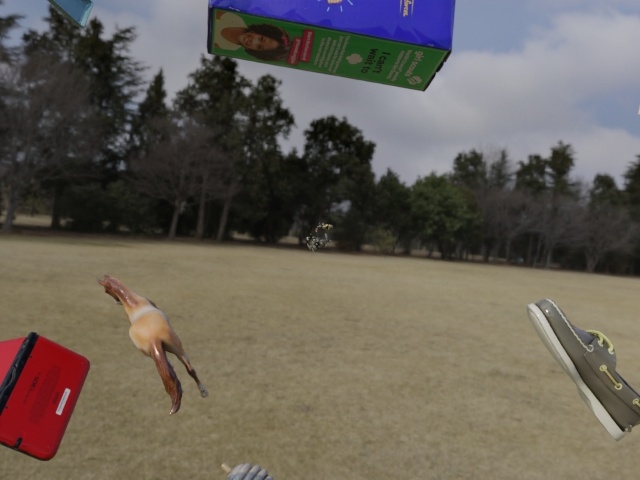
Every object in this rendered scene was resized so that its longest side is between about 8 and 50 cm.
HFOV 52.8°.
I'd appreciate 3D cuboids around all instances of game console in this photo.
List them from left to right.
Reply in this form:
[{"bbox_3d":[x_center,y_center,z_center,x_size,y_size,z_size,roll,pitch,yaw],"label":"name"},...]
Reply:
[{"bbox_3d":[-0.366,0.191,0.769,0.124,0.144,0.085,34,-55,-24],"label":"game console"}]

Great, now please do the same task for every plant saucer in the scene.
[{"bbox_3d":[-0.453,-0.430,1.042,0.018,0.067,0.192,-16,-37,29],"label":"plant saucer"}]

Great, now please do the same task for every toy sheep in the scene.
[{"bbox_3d":[-0.123,0.437,1.134,0.132,0.091,0.091,30,2,9],"label":"toy sheep"}]

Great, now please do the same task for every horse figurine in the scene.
[{"bbox_3d":[-0.253,0.153,0.990,0.066,0.175,0.263,-33,30,-12],"label":"horse figurine"}]

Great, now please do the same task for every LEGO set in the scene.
[{"bbox_3d":[-0.002,-0.001,1.307,0.054,0.023,0.083,-5,-39,-7],"label":"LEGO set"}]

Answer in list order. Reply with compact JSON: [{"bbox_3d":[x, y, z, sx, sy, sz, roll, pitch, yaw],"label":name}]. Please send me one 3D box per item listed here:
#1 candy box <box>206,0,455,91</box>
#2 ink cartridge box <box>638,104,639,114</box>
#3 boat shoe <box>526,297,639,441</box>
[{"bbox_3d":[0.020,-0.373,0.883,0.317,0.268,0.122,7,-15,-7],"label":"candy box"},{"bbox_3d":[0.528,-0.228,0.907,0.115,0.198,0.067,19,23,40],"label":"ink cartridge box"},{"bbox_3d":[0.459,0.207,1.098,0.305,0.091,0.109,52,9,-14],"label":"boat shoe"}]
